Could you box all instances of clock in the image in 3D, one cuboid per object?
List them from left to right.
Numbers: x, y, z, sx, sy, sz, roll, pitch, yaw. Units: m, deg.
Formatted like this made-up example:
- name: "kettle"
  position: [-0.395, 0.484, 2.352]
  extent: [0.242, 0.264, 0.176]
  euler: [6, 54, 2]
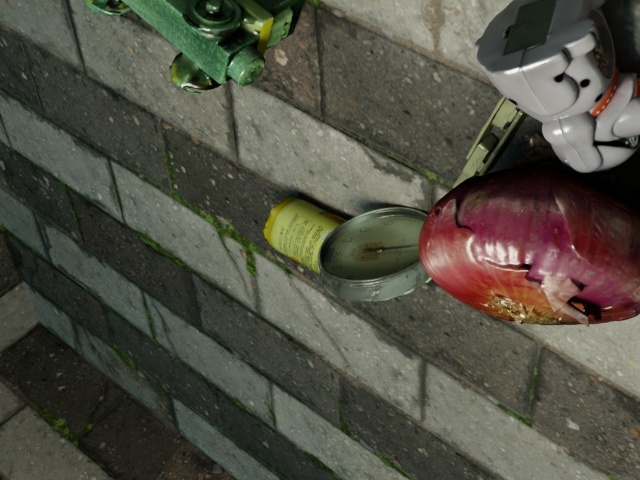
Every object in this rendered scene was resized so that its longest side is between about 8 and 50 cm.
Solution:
- name: "clock"
  position: [0.103, 0.021, 1.831]
  extent: [0.226, 0.226, 0.049]
  euler: [16, 137, 44]
- name: "clock"
  position: [0.334, -0.187, 1.364]
  extent: [0.189, 0.189, 0.254]
  euler: [1, 138, 53]

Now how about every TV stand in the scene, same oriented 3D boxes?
- name: "TV stand"
  position: [0.261, -0.147, 1.617]
  extent: [0.042, 0.036, 0.249]
  euler: [41, 149, 11]

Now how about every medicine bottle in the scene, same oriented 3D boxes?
- name: "medicine bottle"
  position: [0.000, 0.000, 2.055]
  extent: [0.239, 0.124, 0.124]
  euler: [28, 144, 34]

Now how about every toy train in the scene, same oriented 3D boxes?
- name: "toy train"
  position: [-0.207, -0.413, 1.720]
  extent: [0.397, 0.253, 0.160]
  euler: [41, 143, 15]

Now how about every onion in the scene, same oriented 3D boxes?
- name: "onion"
  position: [0.318, -0.015, 1.508]
  extent: [0.347, 0.286, 0.347]
  euler: [9, 168, 2]
